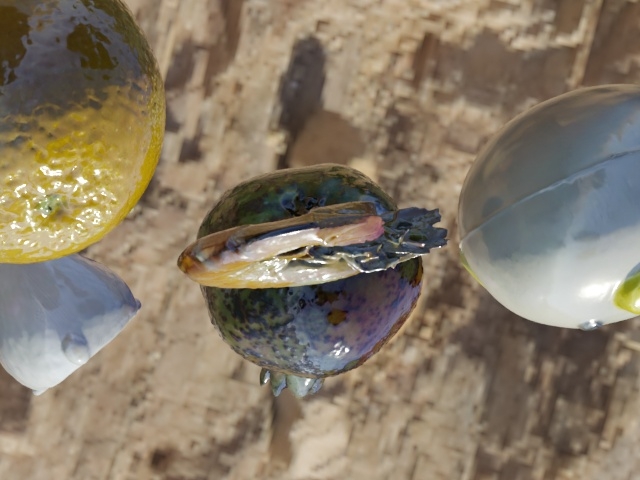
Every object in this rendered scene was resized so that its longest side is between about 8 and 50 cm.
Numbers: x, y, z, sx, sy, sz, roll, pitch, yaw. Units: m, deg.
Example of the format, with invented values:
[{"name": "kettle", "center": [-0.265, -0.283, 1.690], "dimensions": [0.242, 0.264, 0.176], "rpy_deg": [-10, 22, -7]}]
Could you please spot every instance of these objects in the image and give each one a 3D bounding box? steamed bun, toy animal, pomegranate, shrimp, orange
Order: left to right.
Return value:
[{"name": "toy animal", "center": [-0.281, 0.000, 1.344], "dimensions": [0.140, 0.282, 0.138], "rpy_deg": [-37, 171, 2]}, {"name": "orange", "center": [-0.218, -0.098, 1.069], "dimensions": [0.236, 0.236, 0.236], "rpy_deg": [15, 90, -78]}, {"name": "pomegranate", "center": [-0.016, 0.074, 1.880], "dimensions": [0.340, 0.285, 0.285], "rpy_deg": [94, 17, -46]}, {"name": "shrimp", "center": [0.000, 0.000, 1.260], "dimensions": [0.150, 0.249, 0.068], "rpy_deg": [-20, -100, 59]}, {"name": "steamed bun", "center": [0.361, -0.046, 1.951], "dimensions": [0.334, 0.374, 0.334], "rpy_deg": [164, -90, -72]}]

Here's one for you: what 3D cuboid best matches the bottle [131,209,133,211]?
[{"name": "bottle", "center": [-0.333, -0.024, 1.594], "dimensions": [0.083, 0.270, 0.083], "rpy_deg": [168, -90, -83]}]
